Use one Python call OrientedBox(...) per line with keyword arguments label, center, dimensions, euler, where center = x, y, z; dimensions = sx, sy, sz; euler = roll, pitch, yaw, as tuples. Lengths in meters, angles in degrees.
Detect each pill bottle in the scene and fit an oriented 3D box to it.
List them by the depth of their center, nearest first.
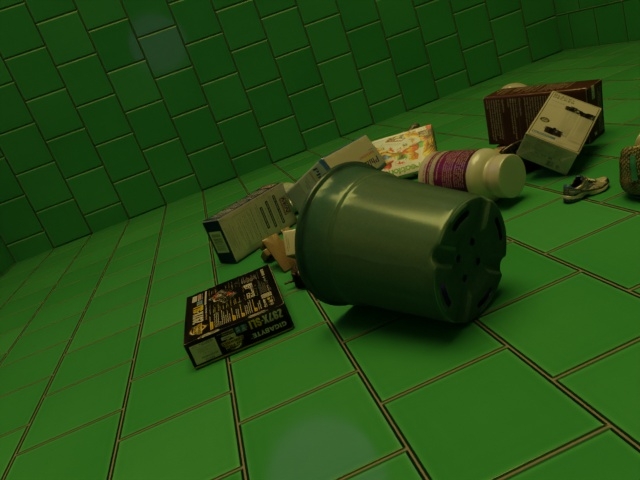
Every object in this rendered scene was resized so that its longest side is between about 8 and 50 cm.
OrientedBox(label="pill bottle", center=(0.456, -0.193, 1.661), dimensions=(0.169, 0.169, 0.302), euler=(-30, 20, -28))

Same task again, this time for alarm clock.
OrientedBox(label="alarm clock", center=(-0.006, 0.073, 1.560), dimensions=(0.129, 0.064, 0.192), euler=(0, 24, 47))

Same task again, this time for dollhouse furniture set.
OrientedBox(label="dollhouse furniture set", center=(-0.113, 0.050, 1.789), dimensions=(0.144, 0.123, 0.151), euler=(-30, -14, -29))

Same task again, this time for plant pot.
OrientedBox(label="plant pot", center=(0.180, 0.014, 1.158), dimensions=(0.341, 0.340, 0.334), euler=(-32, 30, -33))

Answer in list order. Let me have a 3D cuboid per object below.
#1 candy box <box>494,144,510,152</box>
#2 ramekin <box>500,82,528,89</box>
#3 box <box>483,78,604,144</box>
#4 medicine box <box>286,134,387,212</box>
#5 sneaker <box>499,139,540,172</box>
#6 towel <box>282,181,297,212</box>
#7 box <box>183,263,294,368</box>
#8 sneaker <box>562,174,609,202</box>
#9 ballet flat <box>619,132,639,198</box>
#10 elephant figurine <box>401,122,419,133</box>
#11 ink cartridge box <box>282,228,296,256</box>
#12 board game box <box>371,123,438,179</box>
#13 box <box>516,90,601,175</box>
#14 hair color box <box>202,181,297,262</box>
OrientedBox(label="candy box", center=(0.721, -0.356, 2.078), dimensions=(0.105, 0.027, 0.206), euler=(-7, 22, 39))
OrientedBox(label="ramekin", center=(0.804, -0.526, 2.214), dimensions=(0.207, 0.207, 0.109), euler=(-24, 29, -12))
OrientedBox(label="box", center=(0.796, -0.456, 1.970), dimensions=(0.143, 0.191, 0.382), euler=(-31, 27, -34))
OrientedBox(label="medicine box", center=(0.057, -0.232, 2.075), dimensions=(0.263, 0.149, 0.289), euler=(-35, -1, -39))
OrientedBox(label="sneaker", center=(0.691, -0.292, 1.831), dimensions=(0.284, 0.107, 0.124), euler=(-16, 12, -19))
OrientedBox(label="towel", center=(-0.220, -0.158, 2.403), dimensions=(0.321, 0.090, 0.374), euler=(-25, 19, -11))
OrientedBox(label="box", center=(-0.222, 0.185, 1.437), dimensions=(0.257, 0.079, 0.322), euler=(-24, 18, -6))
OrientedBox(label="sneaker", center=(0.702, -0.148, 1.449), dimensions=(0.135, 0.058, 0.052), euler=(-22, 18, -9))
OrientedBox(label="ballet flat", center=(0.909, -0.276, 1.402), dimensions=(0.483, 0.181, 0.164), euler=(-31, 20, -32))
OrientedBox(label="elephant figurine", center=(0.342, -0.389, 2.340), dimensions=(0.240, 0.185, 0.169), euler=(-25, -6, 10))
OrientedBox(label="ink cartridge box", center=(0.000, 0.000, 1.631), dimensions=(0.191, 0.082, 0.139), euler=(-13, -9, 10))
OrientedBox(label="board game box", center=(0.318, -0.336, 2.216), dimensions=(0.306, 0.192, 0.053), euler=(-14, -24, 19))
OrientedBox(label="box", center=(0.748, -0.343, 1.716), dimensions=(0.169, 0.087, 0.290), euler=(28, 52, 19))
OrientedBox(label="hair color box", center=(-0.256, -0.071, 2.050), dimensions=(0.105, 0.173, 0.347), euler=(-4, 24, 44))
